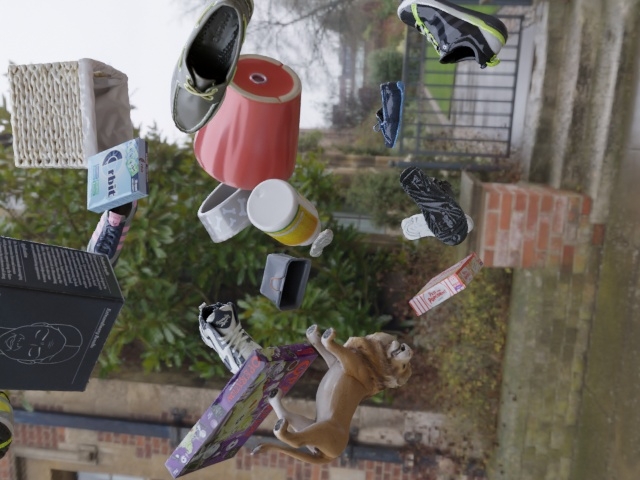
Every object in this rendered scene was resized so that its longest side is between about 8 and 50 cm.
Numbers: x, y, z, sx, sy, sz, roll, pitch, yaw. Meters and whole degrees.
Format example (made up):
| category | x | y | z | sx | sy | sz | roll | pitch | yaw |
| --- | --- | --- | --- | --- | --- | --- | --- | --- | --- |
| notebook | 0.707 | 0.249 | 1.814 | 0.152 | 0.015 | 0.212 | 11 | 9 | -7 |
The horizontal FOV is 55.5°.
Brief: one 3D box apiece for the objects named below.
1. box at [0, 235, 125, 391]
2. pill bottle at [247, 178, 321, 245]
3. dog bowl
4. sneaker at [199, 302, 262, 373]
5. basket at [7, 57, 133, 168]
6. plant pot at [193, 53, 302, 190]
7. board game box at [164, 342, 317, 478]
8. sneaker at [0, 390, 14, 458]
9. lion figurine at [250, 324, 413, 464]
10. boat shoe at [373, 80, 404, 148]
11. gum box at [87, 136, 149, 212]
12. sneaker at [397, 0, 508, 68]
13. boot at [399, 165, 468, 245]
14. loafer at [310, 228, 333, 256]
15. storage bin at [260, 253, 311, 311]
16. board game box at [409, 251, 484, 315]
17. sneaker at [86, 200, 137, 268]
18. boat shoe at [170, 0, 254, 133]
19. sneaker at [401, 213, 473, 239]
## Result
| category | x | y | z | sx | sy | sz | roll | pitch | yaw |
| --- | --- | --- | --- | --- | --- | --- | --- | --- | --- |
| box | -0.712 | 0.171 | 1.413 | 0.293 | 0.396 | 0.212 | -61 | 41 | 18 |
| pill bottle | -0.073 | -0.054 | 1.381 | 0.208 | 0.118 | 0.117 | 35 | -122 | -67 |
| dog bowl | -0.254 | -0.150 | 1.979 | 0.102 | 0.349 | 0.348 | 49 | -153 | -20 |
| sneaker | -0.216 | 0.230 | 1.472 | 0.094 | 0.235 | 0.153 | -36 | -37 | -23 |
| basket | -0.770 | -0.378 | 1.912 | 0.328 | 0.267 | 0.331 | -72 | -21 | -83 |
| plant pot | -0.167 | -0.302 | 1.496 | 0.243 | 0.275 | 0.274 | 111 | 173 | -46 |
| board game box | -0.169 | 0.366 | 1.328 | 0.346 | 0.056 | 0.208 | -53 | -22 | 15 |
| sneaker | -0.741 | 0.301 | 1.059 | 0.145 | 0.385 | 0.147 | -64 | 24 | 9 |
| lion figurine | 0.037 | 0.335 | 1.278 | 0.240 | 0.142 | 0.392 | 47 | -118 | -21 |
| boat shoe | 0.230 | -0.430 | 2.055 | 0.109 | 0.089 | 0.258 | -77 | -9 | -47 |
| gum box | -0.541 | -0.173 | 1.622 | 0.041 | 0.185 | 0.156 | 27 | -127 | -59 |
| sneaker | 0.230 | -0.381 | 1.127 | 0.084 | 0.235 | 0.097 | 24 | -86 | -58 |
| boot | 0.326 | -0.086 | 1.606 | 0.246 | 0.094 | 0.207 | 54 | -159 | 22 |
| loafer | 0.000 | 0.000 | 1.786 | 0.125 | 0.045 | 0.039 | 125 | 152 | -47 |
| storage bin | -0.098 | 0.097 | 1.512 | 0.098 | 0.091 | 0.135 | -1 | -72 | -49 |
| board game box | 0.320 | 0.107 | 1.525 | 0.045 | 0.147 | 0.193 | 55 | -150 | 4 |
| sneaker | -0.704 | -0.033 | 2.034 | 0.131 | 0.112 | 0.318 | 135 | 150 | -66 |
| boat shoe | -0.212 | -0.319 | 1.118 | 0.305 | 0.109 | 0.091 | -59 | 16 | 32 |
| sneaker | 0.354 | -0.055 | 1.791 | 0.095 | 0.235 | 0.090 | -18 | -76 | -42 |
